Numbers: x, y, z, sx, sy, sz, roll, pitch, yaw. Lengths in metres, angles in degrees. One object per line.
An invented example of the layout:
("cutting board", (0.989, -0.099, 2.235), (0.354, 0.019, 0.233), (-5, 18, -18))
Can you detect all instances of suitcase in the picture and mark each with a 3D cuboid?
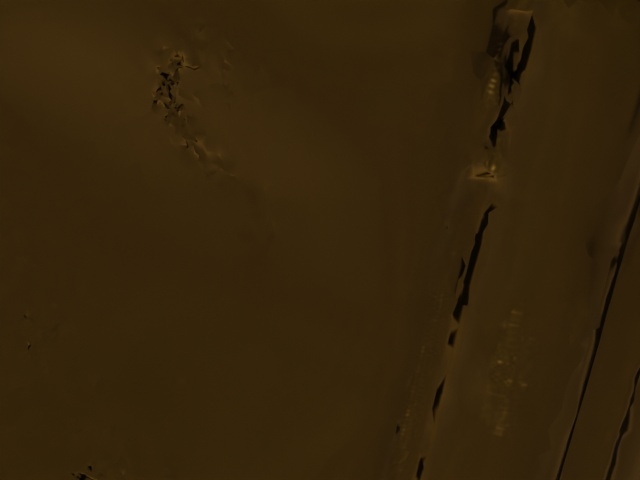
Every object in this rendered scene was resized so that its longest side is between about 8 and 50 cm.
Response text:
("suitcase", (0.000, 0.000, 0.474), (0.340, 0.188, 0.345), (10, -68, -2))
